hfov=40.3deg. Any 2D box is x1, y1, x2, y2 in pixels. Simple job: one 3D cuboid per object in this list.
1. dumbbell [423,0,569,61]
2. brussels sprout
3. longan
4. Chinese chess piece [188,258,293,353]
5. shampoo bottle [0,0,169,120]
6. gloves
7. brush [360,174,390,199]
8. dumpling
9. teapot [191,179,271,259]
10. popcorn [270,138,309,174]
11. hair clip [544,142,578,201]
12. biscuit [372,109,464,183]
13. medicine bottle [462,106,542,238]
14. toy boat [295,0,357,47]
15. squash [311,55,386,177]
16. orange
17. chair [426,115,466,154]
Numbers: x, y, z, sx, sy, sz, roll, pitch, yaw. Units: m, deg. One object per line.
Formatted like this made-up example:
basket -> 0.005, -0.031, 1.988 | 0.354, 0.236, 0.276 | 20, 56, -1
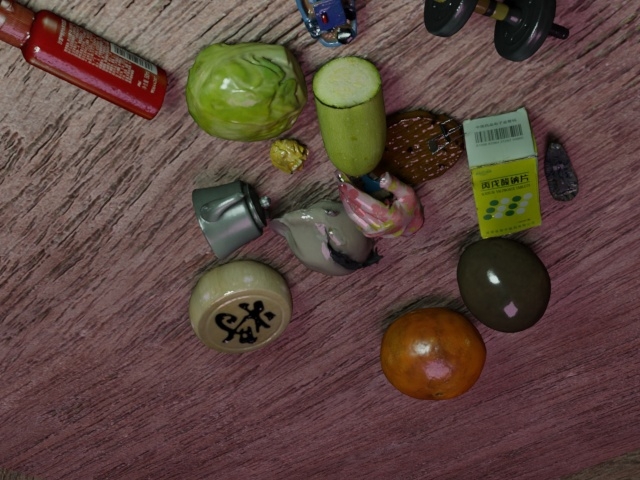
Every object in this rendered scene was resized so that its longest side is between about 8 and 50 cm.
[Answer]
dumbbell -> 0.282, -0.391, 1.466 | 0.325, 0.143, 0.143 | 13, 140, -22
brussels sprout -> -0.135, -0.261, 1.581 | 0.223, 0.161, 0.223 | 3, 142, 3
longan -> 0.438, 0.109, 2.086 | 0.215, 0.246, 0.246 | -19, 142, -3
Chinese chess piece -> -0.195, 0.165, 2.143 | 0.257, 0.104, 0.257 | -10, 134, -11
shampoo bottle -> -0.416, -0.317, 1.516 | 0.314, 0.118, 0.076 | 23, 139, -32
gloves -> 0.120, -0.072, 1.853 | 0.145, 0.126, 0.241 | -2, 172, 42
brush -> 0.096, -0.137, 1.887 | 0.051, 0.014, 0.164 | -20, 140, 26
dumpling -> 0.008, 0.012, 1.962 | 0.204, 0.163, 0.293 | -26, 149, 20
teapot -> -0.173, -0.059, 1.872 | 0.149, 0.162, 0.239 | -23, 165, 6
popcorn -> -0.064, -0.163, 1.785 | 0.084, 0.084, 0.084 | -3, 143, -2
hair clip -> 0.517, -0.153, 1.888 | 0.066, 0.036, 0.229 | -12, 149, 17
biscuit -> 0.193, -0.191, 1.808 | 0.212, 0.036, 0.212 | -2, 143, -1
medicine bottle -> 0.382, -0.136, 1.817 | 0.137, 0.141, 0.250 | -9, 142, 12
toy boat -> 0.002, -0.409, 1.455 | 0.100, 0.097, 0.223 | -15, 142, 9
squash -> 0.060, -0.221, 1.683 | 0.132, 0.132, 0.247 | -7, 144, 3
orange -> 0.299, 0.305, 2.318 | 0.283, 0.226, 0.284 | 1, 148, 0
chair -> 0.243, -0.209, 1.730 | 0.086, 0.037, 0.042 | -31, 147, 22
